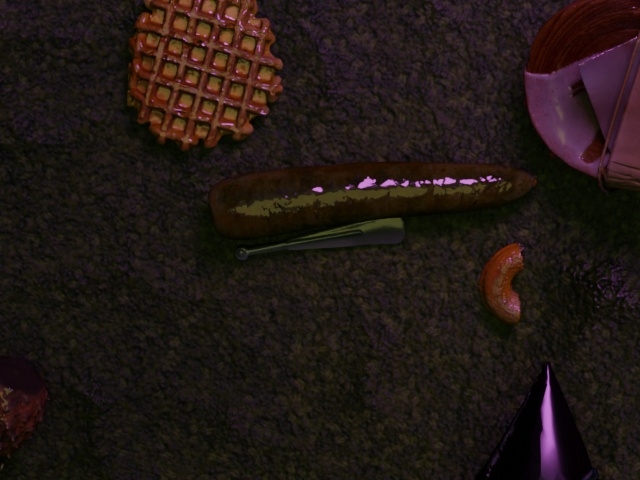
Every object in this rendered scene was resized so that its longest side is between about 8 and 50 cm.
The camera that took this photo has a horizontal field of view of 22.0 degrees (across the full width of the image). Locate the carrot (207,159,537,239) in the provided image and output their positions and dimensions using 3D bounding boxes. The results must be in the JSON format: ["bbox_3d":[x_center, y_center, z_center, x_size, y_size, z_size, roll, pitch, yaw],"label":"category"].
[{"bbox_3d":[0.056,-0.051,1.792,0.358,0.074,0.074,-6,99,2],"label":"carrot"}]

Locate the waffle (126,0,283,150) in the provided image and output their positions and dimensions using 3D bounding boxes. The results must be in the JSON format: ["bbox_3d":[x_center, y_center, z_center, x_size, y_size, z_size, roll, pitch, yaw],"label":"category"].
[{"bbox_3d":[-0.128,-0.188,1.793,0.191,0.038,0.191,0,99,2],"label":"waffle"}]

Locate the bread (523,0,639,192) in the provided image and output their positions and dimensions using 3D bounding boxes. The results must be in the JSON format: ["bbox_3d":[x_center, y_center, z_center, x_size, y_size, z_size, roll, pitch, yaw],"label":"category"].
[{"bbox_3d":[0.319,-0.160,1.704,0.212,0.142,0.224,25,114,26],"label":"bread"}]

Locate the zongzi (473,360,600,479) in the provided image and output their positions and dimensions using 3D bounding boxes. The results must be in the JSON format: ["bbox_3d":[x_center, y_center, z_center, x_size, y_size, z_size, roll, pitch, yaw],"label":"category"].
[{"bbox_3d":[0.263,0.340,1.778,0.383,0.319,0.362,29,104,16],"label":"zongzi"}]

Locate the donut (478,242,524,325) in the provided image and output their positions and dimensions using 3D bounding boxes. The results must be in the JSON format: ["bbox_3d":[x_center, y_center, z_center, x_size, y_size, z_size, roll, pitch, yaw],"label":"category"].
[{"bbox_3d":[0.209,0.049,1.819,0.067,0.038,0.083,38,101,-1],"label":"donut"}]

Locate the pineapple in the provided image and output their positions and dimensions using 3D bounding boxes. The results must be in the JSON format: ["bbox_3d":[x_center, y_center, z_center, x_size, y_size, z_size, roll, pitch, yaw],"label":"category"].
[{"bbox_3d":[-0.380,0.225,1.844,0.108,0.108,0.198,28,108,-2],"label":"pineapple"}]

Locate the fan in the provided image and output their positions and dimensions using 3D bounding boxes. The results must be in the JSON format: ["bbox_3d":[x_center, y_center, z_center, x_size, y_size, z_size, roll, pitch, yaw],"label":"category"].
[{"bbox_3d":[0.000,0.000,1.830,0.193,0.016,0.038,-10,101,4],"label":"fan"}]
